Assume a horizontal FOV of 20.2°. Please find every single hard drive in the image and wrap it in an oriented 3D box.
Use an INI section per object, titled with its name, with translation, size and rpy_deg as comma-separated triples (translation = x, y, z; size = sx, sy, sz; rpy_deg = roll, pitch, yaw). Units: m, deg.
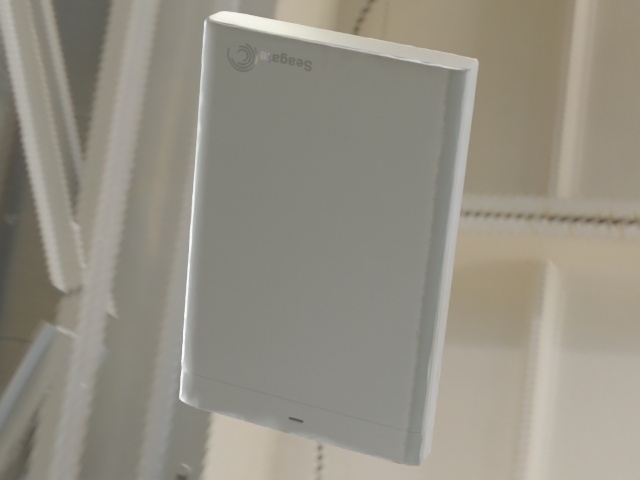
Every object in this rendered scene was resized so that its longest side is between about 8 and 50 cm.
[hard drive]
translation = 0.000, 0.000, 1.326
size = 0.203, 0.040, 0.307
rpy_deg = 13, -68, 20
